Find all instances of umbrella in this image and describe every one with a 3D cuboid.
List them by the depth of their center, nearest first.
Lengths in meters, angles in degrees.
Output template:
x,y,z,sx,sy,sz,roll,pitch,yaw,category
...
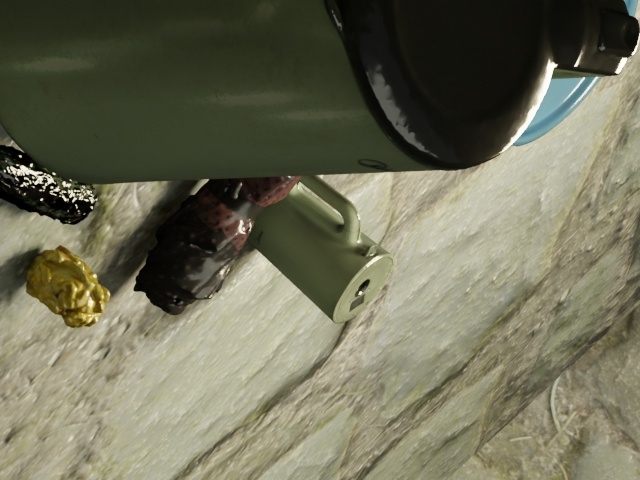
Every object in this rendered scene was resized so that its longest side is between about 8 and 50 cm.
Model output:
x,y,z,sx,sy,sz,roll,pitch,yaw,category
-0.074,-0.064,1.966,0.326,0.090,0.094,-54,156,7,umbrella

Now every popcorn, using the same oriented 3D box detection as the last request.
x,y,z,sx,sy,sz,roll,pitch,yaw,category
-0.235,0.045,1.817,0.057,0.082,0.083,-49,154,-1,popcorn

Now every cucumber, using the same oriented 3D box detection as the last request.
x,y,z,sx,sy,sz,roll,pitch,yaw,category
-0.250,-0.048,1.687,0.053,0.053,0.181,-53,157,6,cucumber

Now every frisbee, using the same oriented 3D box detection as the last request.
x,y,z,sx,sy,sz,roll,pitch,yaw,category
0.306,-0.251,2.498,0.289,0.049,0.289,-40,153,-25,frisbee

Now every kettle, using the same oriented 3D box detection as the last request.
x,y,z,sx,sy,sz,roll,pitch,yaw,category
-0.001,-0.155,1.412,0.361,0.377,0.250,10,85,-46,kettle
-0.004,0.005,2.143,0.098,0.148,0.127,-44,160,-12,kettle
